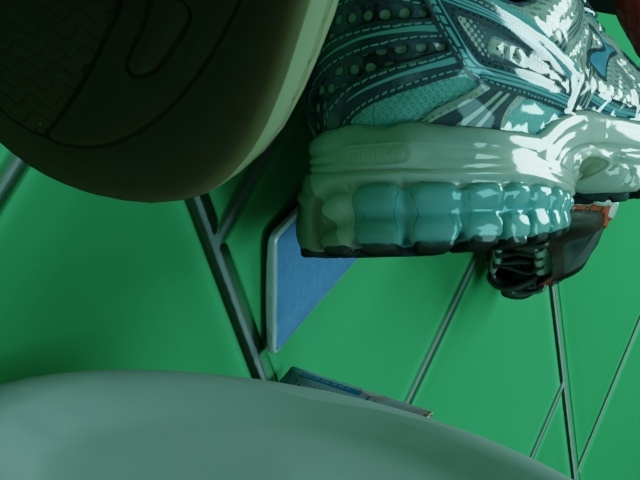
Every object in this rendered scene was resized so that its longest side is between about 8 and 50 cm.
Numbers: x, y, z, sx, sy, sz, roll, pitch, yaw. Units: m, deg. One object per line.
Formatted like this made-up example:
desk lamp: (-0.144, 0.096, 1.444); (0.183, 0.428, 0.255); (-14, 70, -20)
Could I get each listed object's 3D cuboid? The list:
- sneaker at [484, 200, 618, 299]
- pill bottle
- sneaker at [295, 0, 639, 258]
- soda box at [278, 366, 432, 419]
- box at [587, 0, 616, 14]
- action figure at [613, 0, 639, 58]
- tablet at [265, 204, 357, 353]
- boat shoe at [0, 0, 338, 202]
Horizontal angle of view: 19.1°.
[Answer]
sneaker: (0.104, 0.000, 0.905); (0.158, 0.061, 0.065); (8, 104, -68)
pill bottle: (-0.039, 0.234, 0.501); (0.210, 0.210, 0.363); (-16, 120, -66)
sneaker: (0.075, -0.072, 0.715); (0.283, 0.110, 0.122); (-27, 116, -69)
soda box: (0.000, 0.143, 0.736); (0.058, 0.063, 0.183); (-47, 147, -51)
box: (0.144, -0.239, 0.830); (0.231, 0.056, 0.183); (71, 38, -56)
action figure: (0.120, -0.143, 0.680); (0.091, 0.139, 0.280); (-40, 140, 5)
tablet: (0.000, 0.000, 0.712); (0.083, 0.006, 0.054); (-47, 147, -48)
boat shoe: (-0.018, -0.175, 0.378); (0.110, 0.122, 0.341); (-36, 136, -57)
